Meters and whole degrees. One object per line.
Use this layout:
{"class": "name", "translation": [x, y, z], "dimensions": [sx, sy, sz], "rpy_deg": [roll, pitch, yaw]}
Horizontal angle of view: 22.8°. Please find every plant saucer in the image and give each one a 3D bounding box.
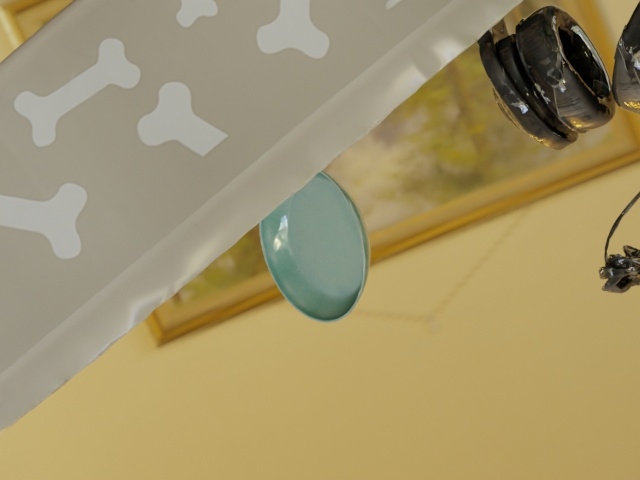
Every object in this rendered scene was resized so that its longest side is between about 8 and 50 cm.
{"class": "plant saucer", "translation": [0.000, 0.000, 1.154], "dimensions": [0.021, 0.119, 0.119], "rpy_deg": [-16, -175, -37]}

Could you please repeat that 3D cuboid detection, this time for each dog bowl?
{"class": "dog bowl", "translation": [-0.066, -0.042, 0.686], "dimensions": [0.348, 0.102, 0.349], "rpy_deg": [-39, -177, 2]}

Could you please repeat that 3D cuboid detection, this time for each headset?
{"class": "headset", "translation": [0.258, -0.154, 1.434], "dimensions": [0.243, 0.394, 0.185], "rpy_deg": [-8, -177, 27]}
